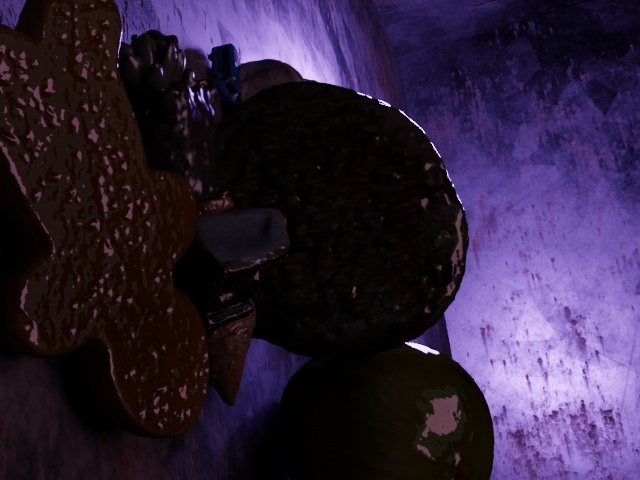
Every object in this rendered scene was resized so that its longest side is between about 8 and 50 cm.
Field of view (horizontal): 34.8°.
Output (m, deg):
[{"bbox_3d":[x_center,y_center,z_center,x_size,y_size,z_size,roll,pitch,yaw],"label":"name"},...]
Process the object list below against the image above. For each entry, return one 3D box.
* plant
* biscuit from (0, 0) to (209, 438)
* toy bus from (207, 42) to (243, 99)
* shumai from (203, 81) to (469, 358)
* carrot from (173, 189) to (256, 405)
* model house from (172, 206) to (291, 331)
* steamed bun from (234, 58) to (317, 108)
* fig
[{"bbox_3d":[-0.183,-0.129,1.100,0.132,0.129,0.195,-39,117,-75],"label":"plant"},{"bbox_3d":[-0.215,-0.007,0.932,0.283,0.064,0.432,-50,127,-53],"label":"biscuit"},{"bbox_3d":[-0.145,-0.260,1.568,0.038,0.046,0.083,57,22,-53],"label":"toy bus"},{"bbox_3d":[0.000,0.000,1.440,0.348,0.395,0.395,104,-23,-72],"label":"shumai"},{"bbox_3d":[-0.131,0.074,1.226,0.102,0.101,0.263,-38,121,-75],"label":"carrot"},{"bbox_3d":[-0.103,0.048,1.126,0.165,0.106,0.152,-14,134,-49],"label":"model house"},{"bbox_3d":[-0.054,-0.202,1.666,0.218,0.144,0.211,57,23,-56],"label":"steamed bun"},{"bbox_3d":[0.076,0.271,1.436,0.316,0.316,0.316,-14,90,-77],"label":"fig"}]
